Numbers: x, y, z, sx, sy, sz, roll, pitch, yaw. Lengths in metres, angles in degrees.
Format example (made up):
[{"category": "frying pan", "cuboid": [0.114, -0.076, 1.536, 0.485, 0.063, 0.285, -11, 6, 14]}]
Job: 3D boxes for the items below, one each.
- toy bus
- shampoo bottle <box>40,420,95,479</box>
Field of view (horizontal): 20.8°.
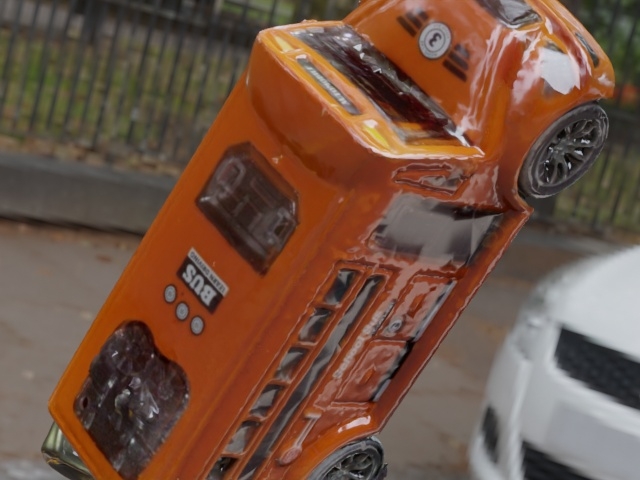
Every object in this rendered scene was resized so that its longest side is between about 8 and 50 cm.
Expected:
[{"category": "toy bus", "cuboid": [0.000, 0.000, 0.896, 0.153, 0.329, 0.143, 8, 32, -50]}, {"category": "shampoo bottle", "cuboid": [-0.076, 0.040, 1.322, 0.125, 0.350, 0.084, 32, -19, -1]}]
